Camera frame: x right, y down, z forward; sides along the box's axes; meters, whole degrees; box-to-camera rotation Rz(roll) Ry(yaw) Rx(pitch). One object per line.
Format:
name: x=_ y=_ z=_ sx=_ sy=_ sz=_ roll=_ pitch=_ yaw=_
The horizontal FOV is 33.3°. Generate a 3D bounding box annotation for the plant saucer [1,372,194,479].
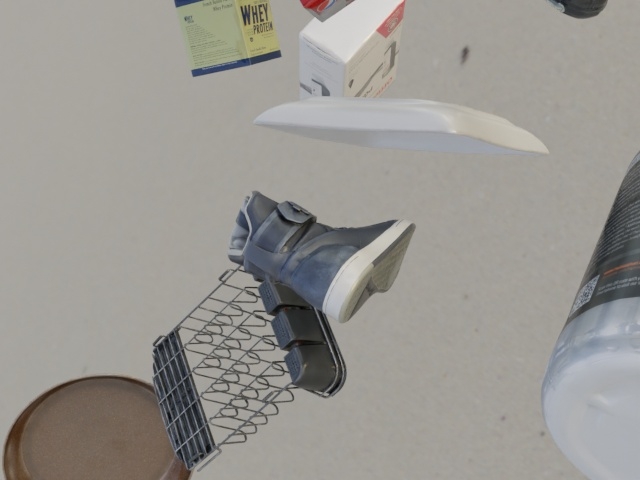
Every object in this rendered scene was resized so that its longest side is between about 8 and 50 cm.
plant saucer: x=-0.358 y=0.343 z=1.748 sx=0.310 sy=0.311 sz=0.050 roll=-50 pitch=23 yaw=10

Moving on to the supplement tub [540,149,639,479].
supplement tub: x=0.320 y=0.036 z=0.852 sx=0.207 sy=0.207 sz=0.338 roll=-14 pitch=33 yaw=43

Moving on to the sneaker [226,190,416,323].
sneaker: x=0.000 y=-0.002 z=1.117 sx=0.163 sy=0.226 sz=0.086 roll=25 pitch=110 yaw=17

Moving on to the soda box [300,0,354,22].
soda box: x=-0.037 y=-0.400 z=1.287 sx=0.092 sy=0.083 sz=0.263 roll=-33 pitch=80 yaw=13

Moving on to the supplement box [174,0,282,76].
supplement box: x=-0.097 y=-0.222 z=1.117 sx=0.083 sy=0.056 sz=0.083 roll=-5 pitch=104 yaw=36

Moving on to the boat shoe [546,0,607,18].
boat shoe: x=0.203 y=-0.355 z=1.099 sx=0.114 sy=0.091 sz=0.302 roll=-23 pitch=69 yaw=-5

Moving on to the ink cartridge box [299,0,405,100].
ink cartridge box: x=0.046 y=-0.281 z=1.655 sx=0.092 sy=0.218 sz=0.158 roll=36 pitch=69 yaw=14

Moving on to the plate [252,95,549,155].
plate: x=0.105 y=-0.140 z=1.310 sx=0.277 sy=0.278 sz=0.045 roll=6 pitch=91 yaw=34

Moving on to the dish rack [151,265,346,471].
dish rack: x=-0.106 y=0.154 z=1.342 sx=0.271 sy=0.074 sz=0.208 roll=-43 pitch=53 yaw=30
